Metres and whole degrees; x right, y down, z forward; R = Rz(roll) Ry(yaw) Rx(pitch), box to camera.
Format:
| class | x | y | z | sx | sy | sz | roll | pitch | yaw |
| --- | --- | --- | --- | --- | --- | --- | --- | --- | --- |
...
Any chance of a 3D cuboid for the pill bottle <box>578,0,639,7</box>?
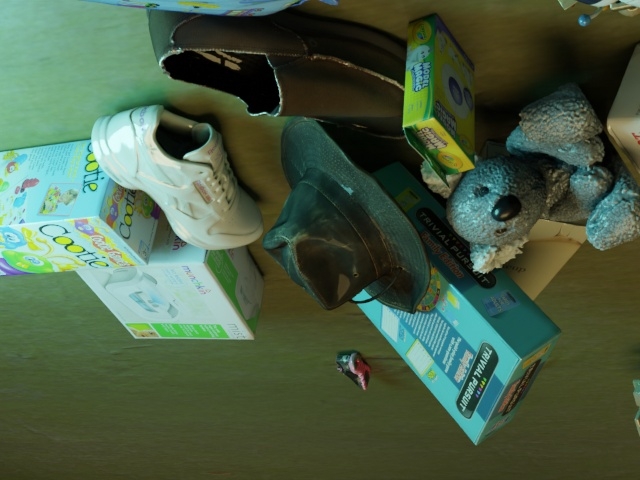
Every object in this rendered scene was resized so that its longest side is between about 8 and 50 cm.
| class | x | y | z | sx | sy | sz | roll | pitch | yaw |
| --- | --- | --- | --- | --- | --- | --- | --- | --- | --- |
| pill bottle | 0.245 | -0.275 | 0.862 | 0.169 | 0.094 | 0.094 | 13 | 149 | -16 |

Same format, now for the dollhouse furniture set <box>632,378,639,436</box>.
| class | x | y | z | sx | sy | sz | roll | pitch | yaw |
| --- | --- | --- | --- | --- | --- | --- | --- | --- | --- |
| dollhouse furniture set | 0.685 | 0.172 | 1.615 | 0.303 | 0.174 | 0.356 | -3 | 120 | 40 |

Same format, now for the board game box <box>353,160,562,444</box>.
| class | x | y | z | sx | sy | sz | roll | pitch | yaw |
| --- | --- | --- | --- | --- | --- | --- | --- | --- | --- |
| board game box | 0.166 | 0.090 | 1.307 | 0.079 | 0.336 | 0.254 | -28 | 151 | -24 |

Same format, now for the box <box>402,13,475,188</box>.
| class | x | y | z | sx | sy | sz | roll | pitch | yaw |
| --- | --- | --- | --- | --- | --- | --- | --- | --- | --- |
| box | 0.136 | -0.156 | 1.043 | 0.043 | 0.179 | 0.105 | -14 | 144 | 32 |

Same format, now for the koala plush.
| class | x | y | z | sx | sy | sz | roll | pitch | yaw |
| --- | --- | --- | --- | --- | --- | --- | --- | --- | --- |
| koala plush | 0.249 | -0.065 | 1.112 | 0.221 | 0.203 | 0.196 | -31 | 102 | 18 |

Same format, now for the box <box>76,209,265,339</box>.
| class | x | y | z | sx | sy | sz | roll | pitch | yaw |
| --- | --- | --- | --- | --- | --- | --- | --- | --- | --- |
| box | -0.241 | 0.052 | 1.527 | 0.231 | 0.127 | 0.262 | 0 | 148 | 15 |

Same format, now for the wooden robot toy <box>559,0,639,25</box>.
| class | x | y | z | sx | sy | sz | roll | pitch | yaw |
| --- | --- | --- | --- | --- | --- | --- | --- | --- | --- |
| wooden robot toy | 0.331 | -0.265 | 0.955 | 0.173 | 0.076 | 0.079 | -5 | -178 | 20 |

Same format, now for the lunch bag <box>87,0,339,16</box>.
| class | x | y | z | sx | sy | sz | roll | pitch | yaw |
| --- | --- | --- | --- | --- | --- | --- | --- | --- | --- |
| lunch bag | -0.108 | -0.277 | 0.881 | 0.293 | 0.138 | 0.221 | 13 | 176 | -23 |

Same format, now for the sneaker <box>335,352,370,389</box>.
| class | x | y | z | sx | sy | sz | roll | pitch | yaw |
| --- | --- | --- | --- | --- | --- | --- | --- | --- | --- |
| sneaker | 0.066 | 0.269 | 1.904 | 0.057 | 0.047 | 0.119 | 0 | 142 | 25 |

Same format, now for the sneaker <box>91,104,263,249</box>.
| class | x | y | z | sx | sy | sz | roll | pitch | yaw |
| --- | --- | --- | --- | --- | --- | --- | --- | --- | --- |
| sneaker | -0.171 | -0.082 | 1.292 | 0.152 | 0.114 | 0.305 | -17 | 142 | 36 |

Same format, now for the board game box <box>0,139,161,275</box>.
| class | x | y | z | sx | sy | sz | roll | pitch | yaw |
| --- | --- | --- | --- | --- | --- | --- | --- | --- | --- |
| board game box | -0.395 | -0.046 | 1.373 | 0.275 | 0.144 | 0.142 | -4 | 148 | 20 |

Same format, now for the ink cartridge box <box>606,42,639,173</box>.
| class | x | y | z | sx | sy | sz | roll | pitch | yaw |
| --- | --- | --- | --- | --- | --- | --- | --- | --- | --- |
| ink cartridge box | 0.490 | -0.121 | 1.005 | 0.278 | 0.117 | 0.201 | 8 | 157 | 45 |

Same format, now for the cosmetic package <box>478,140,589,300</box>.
| class | x | y | z | sx | sy | sz | roll | pitch | yaw |
| --- | --- | --- | --- | --- | --- | --- | --- | --- | --- |
| cosmetic package | 0.264 | -0.001 | 1.343 | 0.160 | 0.113 | 0.309 | 11 | 150 | -4 |

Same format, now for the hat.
| class | x | y | z | sx | sy | sz | roll | pitch | yaw |
| --- | --- | --- | --- | --- | --- | --- | --- | --- | --- |
| hat | 0.000 | 0.000 | 1.232 | 0.134 | 0.331 | 0.331 | -35 | 152 | -16 |

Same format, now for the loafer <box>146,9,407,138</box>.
| class | x | y | z | sx | sy | sz | roll | pitch | yaw |
| --- | --- | --- | --- | --- | --- | --- | --- | --- | --- |
| loafer | -0.036 | -0.184 | 1.079 | 0.365 | 0.130 | 0.134 | 16 | 148 | -14 |
